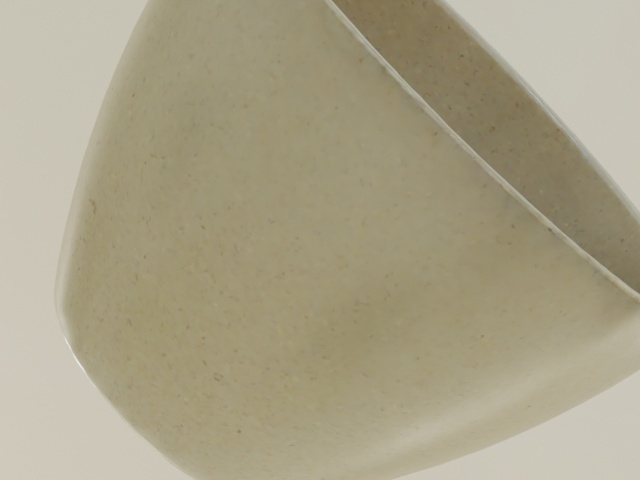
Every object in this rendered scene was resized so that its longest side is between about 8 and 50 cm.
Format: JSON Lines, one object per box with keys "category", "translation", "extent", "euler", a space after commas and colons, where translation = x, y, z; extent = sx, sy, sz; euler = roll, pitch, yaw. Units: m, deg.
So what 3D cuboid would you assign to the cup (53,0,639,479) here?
{"category": "cup", "translation": [0.000, 0.000, 1.001], "extent": [0.237, 0.331, 0.331], "euler": [-45, -100, 13]}
